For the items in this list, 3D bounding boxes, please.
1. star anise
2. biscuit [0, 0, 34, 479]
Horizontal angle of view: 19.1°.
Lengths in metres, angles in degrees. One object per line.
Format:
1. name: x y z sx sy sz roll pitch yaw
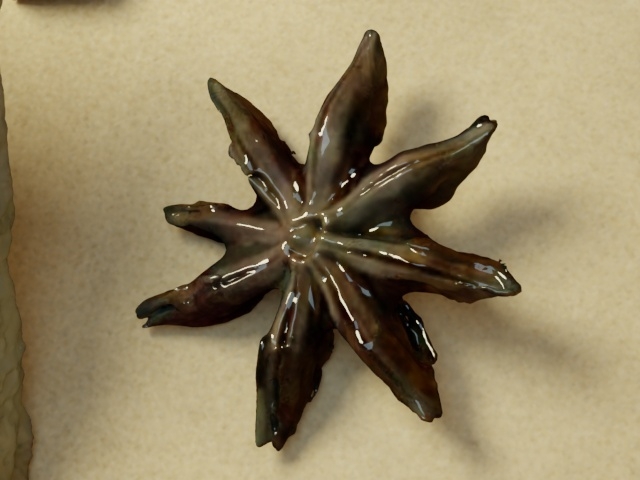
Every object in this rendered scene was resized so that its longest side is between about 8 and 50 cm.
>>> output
1. star anise: -0.001 0.000 1.243 0.288 0.088 0.288 -4 79 19
2. biscuit: -0.384 -0.063 1.192 0.446 0.104 0.429 12 118 11
